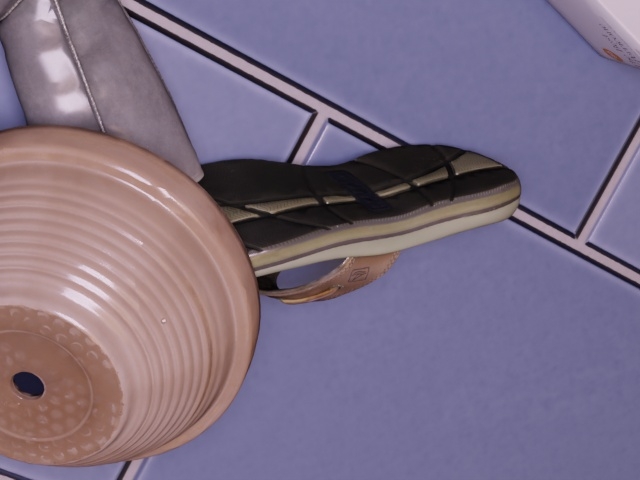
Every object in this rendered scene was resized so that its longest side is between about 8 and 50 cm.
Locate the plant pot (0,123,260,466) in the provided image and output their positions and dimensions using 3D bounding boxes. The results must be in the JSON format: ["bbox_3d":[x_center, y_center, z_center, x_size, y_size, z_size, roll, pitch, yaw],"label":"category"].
[{"bbox_3d":[-0.163,0.058,0.906,0.237,0.109,0.237,5,121,9],"label":"plant pot"}]

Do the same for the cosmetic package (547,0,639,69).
[{"bbox_3d":[0.166,-0.210,1.031,0.239,0.099,0.060,39,91,-28],"label":"cosmetic package"}]

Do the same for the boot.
[{"bbox_3d":[-0.184,-0.101,0.928,0.190,0.076,0.208,-19,114,-17],"label":"boot"}]

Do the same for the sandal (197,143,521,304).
[{"bbox_3d":[0.002,0.001,1.021,0.303,0.120,0.086,-7,123,-21],"label":"sandal"}]
